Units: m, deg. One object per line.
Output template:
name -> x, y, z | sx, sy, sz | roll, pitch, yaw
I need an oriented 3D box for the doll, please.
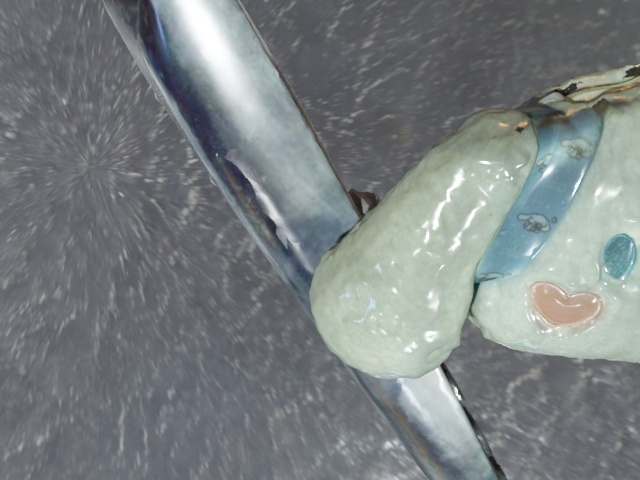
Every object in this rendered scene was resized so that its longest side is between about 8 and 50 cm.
doll -> 0.100, -0.010, 0.407 | 0.214, 0.071, 0.104 | -8, 128, -15

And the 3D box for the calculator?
calculator -> 0.000, 0.000, 0.496 | 0.040, 0.177, 0.268 | -35, 113, -2
